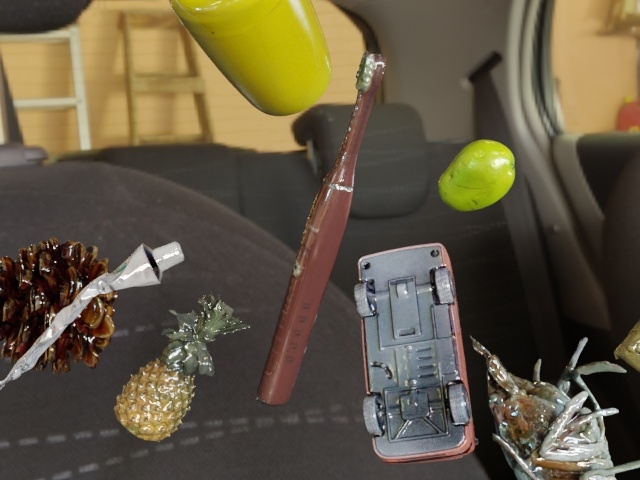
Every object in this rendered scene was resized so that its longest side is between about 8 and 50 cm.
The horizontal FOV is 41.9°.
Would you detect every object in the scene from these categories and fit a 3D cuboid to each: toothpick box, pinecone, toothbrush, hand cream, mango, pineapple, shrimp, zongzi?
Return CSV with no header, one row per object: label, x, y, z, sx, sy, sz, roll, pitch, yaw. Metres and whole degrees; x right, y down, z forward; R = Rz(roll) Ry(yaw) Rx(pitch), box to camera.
toothpick box,-0.086,-0.303,1.203,0.174,0.175,0.271,-2,-28,21
pinecone,-0.419,0.103,1.275,0.221,0.222,0.221,-4,6,0
toothbrush,0.001,0.000,0.793,0.040,0.364,0.041,15,20,-6
hand cream,-0.268,0.080,0.970,0.257,0.050,0.084,-36,8,3
mango,0.303,-0.119,1.601,0.089,0.117,0.163,-35,-15,-51
pineapple,-0.226,0.195,1.339,0.125,0.251,0.125,36,1,-1
shrimp,0.315,0.281,0.981,0.166,0.411,0.221,-22,1,10
zongzi,0.640,0.200,1.496,0.160,0.176,0.078,-48,-11,-15

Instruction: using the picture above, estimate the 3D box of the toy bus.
toy bus,0.195,0.238,1.691,0.203,0.427,0.233,-11,-28,15
